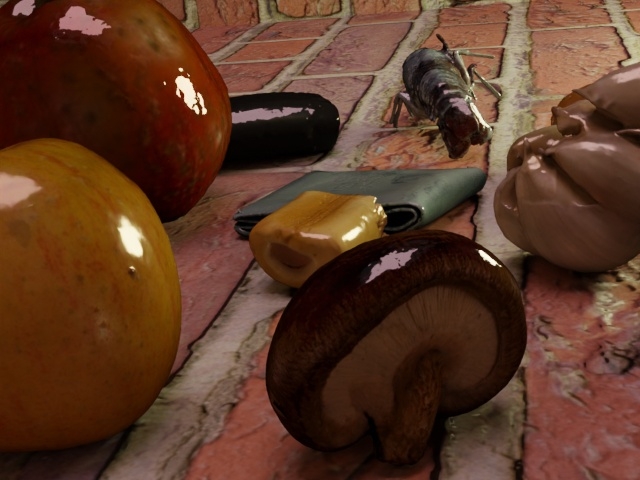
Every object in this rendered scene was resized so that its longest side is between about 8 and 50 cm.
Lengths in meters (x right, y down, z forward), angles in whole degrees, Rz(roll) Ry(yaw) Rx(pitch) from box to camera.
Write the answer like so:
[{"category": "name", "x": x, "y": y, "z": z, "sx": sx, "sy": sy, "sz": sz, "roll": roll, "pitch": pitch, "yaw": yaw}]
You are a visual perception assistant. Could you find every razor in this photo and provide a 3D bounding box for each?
[{"category": "razor", "x": -0.136, "y": -0.191, "z": 1.813, "sx": 0.327, "sy": 0.107, "sz": 0.189, "roll": -12, "pitch": 19, "yaw": -14}]

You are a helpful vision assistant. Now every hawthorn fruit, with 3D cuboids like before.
[{"category": "hawthorn fruit", "x": -0.337, "y": -0.207, "z": 1.506, "sx": 0.403, "sy": 0.403, "sz": 0.403, "roll": -6, "pitch": 19, "yaw": 2}]

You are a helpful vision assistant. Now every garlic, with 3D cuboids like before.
[{"category": "garlic", "x": 0.308, "y": -0.068, "z": 1.159, "sx": 0.203, "sy": 0.185, "sz": 0.281, "roll": 22, "pitch": -34, "yaw": -31}]

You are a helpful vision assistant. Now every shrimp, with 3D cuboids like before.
[{"category": "shrimp", "x": 0.215, "y": -0.261, "z": 1.845, "sx": 0.221, "sy": 0.166, "sz": 0.410, "roll": -32, "pitch": 12, "yaw": 9}]

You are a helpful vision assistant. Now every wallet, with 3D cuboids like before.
[{"category": "wallet", "x": 0.059, "y": -0.057, "z": 1.461, "sx": 0.290, "sy": 0.054, "sz": 0.251, "roll": -1, "pitch": 16, "yaw": 30}]

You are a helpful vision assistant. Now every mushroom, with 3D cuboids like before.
[{"category": "mushroom", "x": 0.058, "y": 0.077, "z": 0.873, "sx": 0.231, "sy": 0.194, "sz": 0.138, "roll": -4, "pitch": 17, "yaw": -27}]

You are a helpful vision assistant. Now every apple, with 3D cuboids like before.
[{"category": "apple", "x": -0.275, "y": 0.054, "z": 0.955, "sx": 0.299, "sy": 0.275, "sz": 0.299, "roll": -18, "pitch": 17, "yaw": 6}]

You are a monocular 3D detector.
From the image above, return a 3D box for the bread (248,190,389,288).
[{"category": "bread", "x": 0.000, "y": 0.002, "z": 1.261, "sx": 0.134, "sy": 0.085, "sz": 0.173, "roll": 8, "pitch": 22, "yaw": 26}]

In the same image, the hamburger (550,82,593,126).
[{"category": "hamburger", "x": 0.408, "y": -0.157, "z": 1.523, "sx": 0.131, "sy": 0.124, "sz": 0.262, "roll": -7, "pitch": 19, "yaw": 0}]
